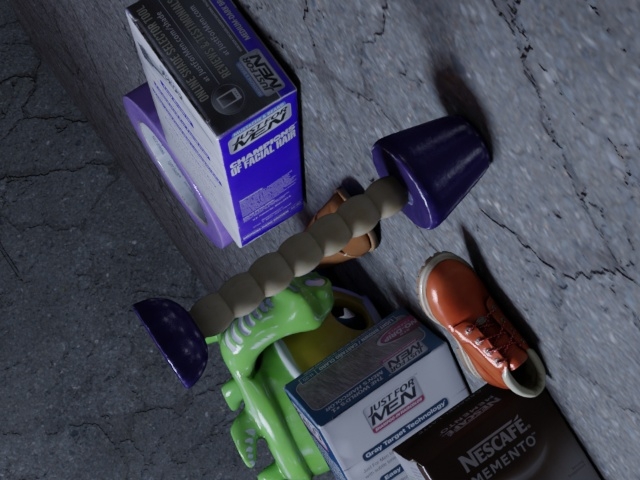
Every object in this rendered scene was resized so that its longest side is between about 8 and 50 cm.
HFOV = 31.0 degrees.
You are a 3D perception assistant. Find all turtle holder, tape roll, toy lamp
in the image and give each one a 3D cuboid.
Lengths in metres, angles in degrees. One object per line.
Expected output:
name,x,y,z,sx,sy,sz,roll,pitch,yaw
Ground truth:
turtle holder,-0.027,0.148,1.454,0.243,0.227,0.320,-122,8,-62
tape roll,-0.189,-0.124,1.752,0.275,0.090,0.275,52,169,15
toy lamp,0.000,0.000,0.823,0.080,0.275,0.080,55,169,15

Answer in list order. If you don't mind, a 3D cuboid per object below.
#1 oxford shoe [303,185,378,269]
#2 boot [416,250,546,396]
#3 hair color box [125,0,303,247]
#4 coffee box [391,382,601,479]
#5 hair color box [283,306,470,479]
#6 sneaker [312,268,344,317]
oxford shoe,0.013,-0.001,1.288,0.076,0.076,0.212,56,167,8
boot,0.145,0.075,1.007,0.158,0.059,0.085,53,169,-31
hair color box,-0.112,-0.141,1.336,0.185,0.110,0.339,54,171,16
coffee box,0.198,0.267,1.092,0.246,0.141,0.098,57,169,-5
hair color box,0.111,0.266,1.372,0.105,0.174,0.347,41,161,55
sneaker,-0.005,0.061,1.569,0.084,0.058,0.152,56,175,32
